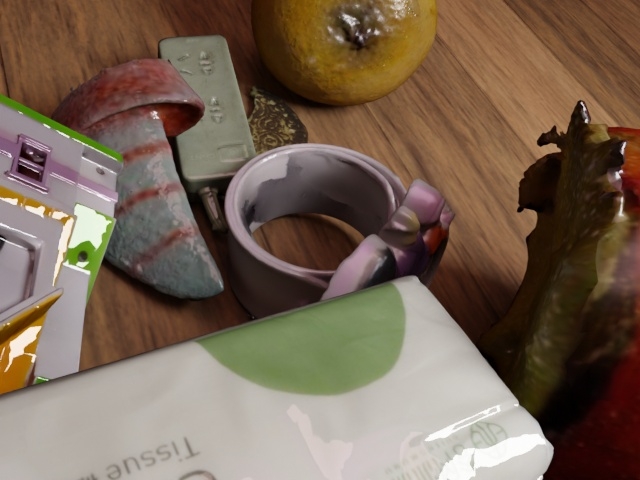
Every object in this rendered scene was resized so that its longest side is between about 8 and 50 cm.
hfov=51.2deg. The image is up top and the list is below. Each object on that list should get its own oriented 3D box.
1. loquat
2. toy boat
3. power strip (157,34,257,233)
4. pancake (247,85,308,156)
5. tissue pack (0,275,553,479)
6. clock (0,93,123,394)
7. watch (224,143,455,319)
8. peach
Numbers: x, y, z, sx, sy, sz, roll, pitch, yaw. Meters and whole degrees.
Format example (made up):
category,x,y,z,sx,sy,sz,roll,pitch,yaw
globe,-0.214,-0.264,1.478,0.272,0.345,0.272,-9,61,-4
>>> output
category,x,y,z,sx,sy,sz,roll,pitch,yaw
loquat,0.034,-0.319,0.940,0.262,0.263,0.263,11,47,-11
toy boat,-0.193,-0.049,0.716,0.206,0.096,0.282,-26,73,2
power strip,-0.137,-0.135,0.821,0.093,0.053,0.288,-8,60,-16
pancake,-0.105,-0.146,0.895,0.190,0.020,0.184,-7,53,-27
tissue pack,-0.068,0.196,0.428,0.356,0.266,0.194,-13,50,-30
clock,-0.302,0.030,0.527,0.235,0.166,0.310,27,37,-36
watch,0.000,0.000,0.694,0.231,0.196,0.244,30,49,17
peach,0.268,0.072,0.572,0.416,0.339,0.353,10,3,-44
